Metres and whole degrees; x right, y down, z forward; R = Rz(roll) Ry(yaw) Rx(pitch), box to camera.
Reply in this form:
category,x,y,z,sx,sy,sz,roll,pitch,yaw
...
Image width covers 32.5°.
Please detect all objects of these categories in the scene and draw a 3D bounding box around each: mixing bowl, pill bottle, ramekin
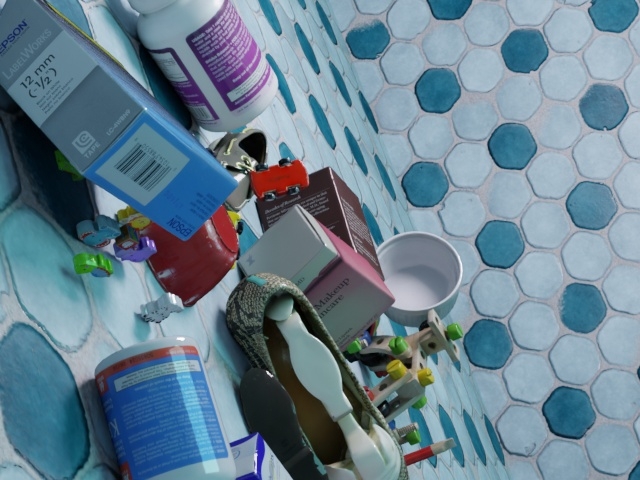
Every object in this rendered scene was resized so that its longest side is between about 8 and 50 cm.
category,x,y,z,sx,sy,sz,roll,pitch,yaw
mixing bowl,-0.181,-0.004,1.596,0.181,0.098,0.181,60,15,-28
pill bottle,-0.164,0.228,1.213,0.124,0.124,0.221,32,36,-67
ramekin,0.210,0.093,2.419,0.109,0.207,0.207,79,-3,-56
pill bottle,-0.212,-0.347,1.905,0.301,0.169,0.169,57,16,-36

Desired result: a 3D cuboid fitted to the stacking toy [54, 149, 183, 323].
category,x,y,z,sx,sy,sz,roll,pitch,yaw
stacking toy,-0.262,-0.001,1.394,0.221,0.052,0.167,39,28,-59

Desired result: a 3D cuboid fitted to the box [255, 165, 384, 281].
category,x,y,z,sx,sy,sz,roll,pitch,yaw
box,0.000,0.000,2.138,0.168,0.167,0.203,43,27,-58

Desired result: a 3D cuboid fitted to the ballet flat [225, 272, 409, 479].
category,x,y,z,sx,sy,sz,roll,pitch,yaw
ballet flat,0.014,0.265,1.701,0.482,0.164,0.182,60,-17,-9

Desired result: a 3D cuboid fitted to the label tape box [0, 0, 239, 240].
category,x,y,z,sx,sy,sz,roll,pitch,yaw
label tape box,-0.289,-0.176,1.380,0.348,0.115,0.249,43,2,28

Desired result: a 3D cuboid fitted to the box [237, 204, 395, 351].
category,x,y,z,sx,sy,sz,roll,pitch,yaw
box,-0.004,0.070,1.912,0.232,0.148,0.127,38,12,-45

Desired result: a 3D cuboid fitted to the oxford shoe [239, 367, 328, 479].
category,x,y,z,sx,sy,sz,roll,pitch,yaw
oxford shoe,-0.066,0.290,1.653,0.212,0.076,0.076,64,-17,-2

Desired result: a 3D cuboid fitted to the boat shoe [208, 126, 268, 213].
category,x,y,z,sx,sy,sz,roll,pitch,yaw
boat shoe,-0.150,-0.122,1.928,0.109,0.091,0.305,61,14,-21

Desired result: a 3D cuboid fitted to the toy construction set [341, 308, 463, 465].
category,x,y,z,sx,sy,sz,roll,pitch,yaw
toy construction set,0.204,0.293,2.282,0.308,0.237,0.257,67,13,-1

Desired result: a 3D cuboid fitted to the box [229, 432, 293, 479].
category,x,y,z,sx,sy,sz,roll,pitch,yaw
box,-0.098,0.316,1.315,0.137,0.126,0.072,58,17,-29

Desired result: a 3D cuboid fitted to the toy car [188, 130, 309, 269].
category,x,y,z,sx,sy,sz,roll,pitch,yaw
toy car,-0.166,-0.092,1.770,0.225,0.239,0.053,42,-22,-4

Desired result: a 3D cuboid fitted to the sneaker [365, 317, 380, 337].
category,x,y,z,sx,sy,sz,roll,pitch,yaw
sneaker,0.079,0.129,2.418,0.208,0.082,0.094,61,16,-22
